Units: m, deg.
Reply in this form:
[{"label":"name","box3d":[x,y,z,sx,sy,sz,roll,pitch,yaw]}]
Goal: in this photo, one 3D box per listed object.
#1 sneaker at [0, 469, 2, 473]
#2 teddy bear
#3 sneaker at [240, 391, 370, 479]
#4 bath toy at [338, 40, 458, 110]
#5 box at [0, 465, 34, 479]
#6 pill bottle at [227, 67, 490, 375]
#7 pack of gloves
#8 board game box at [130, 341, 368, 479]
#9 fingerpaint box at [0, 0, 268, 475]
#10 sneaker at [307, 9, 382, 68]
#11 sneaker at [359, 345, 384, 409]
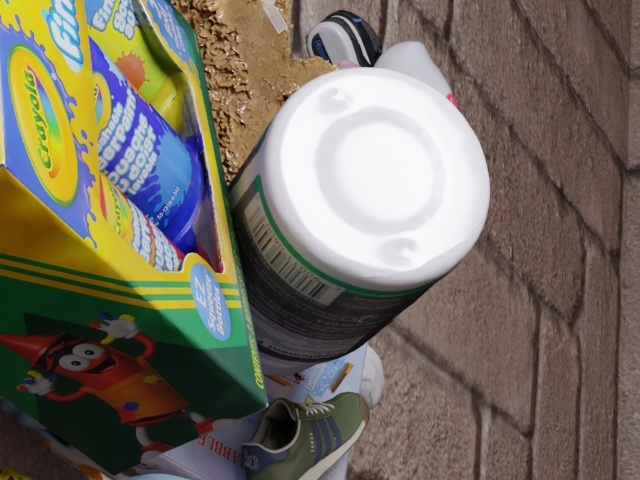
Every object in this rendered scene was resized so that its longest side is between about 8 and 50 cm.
[{"label":"sneaker","box3d":[-0.298,0.213,1.263,0.185,0.084,0.069,20,68,-61]},{"label":"teddy bear","box3d":[-0.094,-0.206,1.624,0.245,0.113,0.338,-11,86,-40]},{"label":"sneaker","box3d":[-0.017,0.196,1.602,0.192,0.064,0.086,-43,117,-44]},{"label":"bath toy","box3d":[0.029,-0.133,1.810,0.348,0.129,0.151,-23,138,-37]},{"label":"box","box3d":[-0.264,0.267,1.258,0.059,0.054,0.169,-57,172,-51]},{"label":"pill bottle","box3d":[0.000,0.000,1.429,0.361,0.204,0.204,133,-34,-64]},{"label":"pack of gloves","box3d":[-0.182,0.197,1.383,0.046,0.195,0.232,-55,142,-8]},{"label":"board game box","box3d":[-0.081,0.137,1.652,0.318,0.066,0.318,37,51,-38]},{"label":"fingerpaint box","box3d":[-0.220,-0.097,1.224,0.371,0.163,0.445,49,21,-48]},{"label":"sneaker","box3d":[0.059,-0.208,2.061,0.121,0.079,0.217,-47,125,-55]},{"label":"sneaker","box3d":[-0.005,0.154,1.880,0.232,0.090,0.115,50,48,-35]}]
